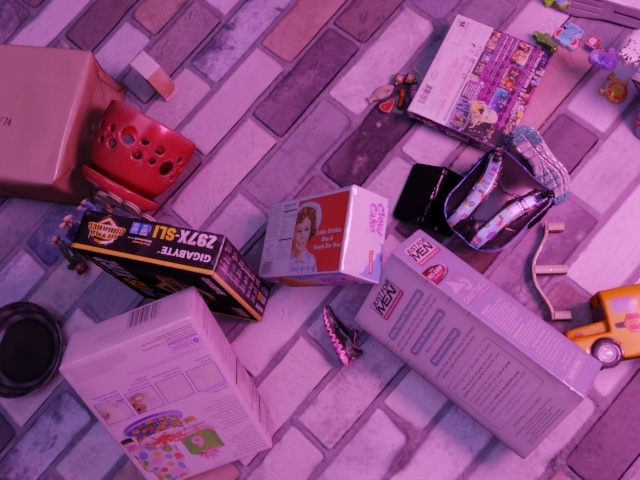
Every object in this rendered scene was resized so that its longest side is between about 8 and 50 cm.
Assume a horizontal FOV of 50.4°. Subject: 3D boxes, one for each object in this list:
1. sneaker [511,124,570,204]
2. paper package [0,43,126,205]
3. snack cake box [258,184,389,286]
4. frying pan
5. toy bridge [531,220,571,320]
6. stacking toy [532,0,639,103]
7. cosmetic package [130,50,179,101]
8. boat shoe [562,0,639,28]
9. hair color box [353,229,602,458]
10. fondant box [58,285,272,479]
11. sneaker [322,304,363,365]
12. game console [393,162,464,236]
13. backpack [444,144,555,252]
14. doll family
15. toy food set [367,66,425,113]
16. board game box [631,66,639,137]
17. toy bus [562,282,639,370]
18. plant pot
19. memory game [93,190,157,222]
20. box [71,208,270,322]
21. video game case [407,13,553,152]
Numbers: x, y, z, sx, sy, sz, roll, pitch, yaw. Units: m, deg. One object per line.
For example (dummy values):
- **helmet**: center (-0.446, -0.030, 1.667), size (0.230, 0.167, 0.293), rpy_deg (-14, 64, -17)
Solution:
- **sneaker**: center (0.423, -0.149, 1.286), size (0.065, 0.076, 0.166), rpy_deg (-26, 97, 25)
- **paper package**: center (-0.626, -0.250, 1.454), size (0.324, 0.168, 0.310), rpy_deg (8, 78, 13)
- **snack cake box**: center (0.000, 0.000, 1.237), size (0.264, 0.089, 0.152), rpy_deg (-7, 69, 54)
- **frying pan**: center (-0.557, 0.202, 1.391), size (0.326, 0.053, 0.197), rpy_deg (-20, 74, 3)
- **toy bridge**: center (0.423, 0.054, 1.255), size (0.063, 0.026, 0.188), rpy_deg (-3, 76, 11)
- **stacking toy**: center (0.493, -0.359, 1.268), size (0.221, 0.167, 0.052), rpy_deg (39, 86, 16)
- **cosmetic package**: center (-0.352, -0.349, 1.452), size (0.041, 0.115, 0.060), rpy_deg (-46, 73, -2)
- **boat shoe**: center (0.552, -0.487, 1.343), size (0.226, 0.083, 0.076), rpy_deg (23, 70, 4)
- **hair color box**: center (0.257, 0.172, 1.165), size (0.374, 0.113, 0.185), rpy_deg (38, 130, 16)
- **fondant box**: center (-0.257, 0.266, 1.190), size (0.238, 0.330, 0.096), rpy_deg (-21, 30, 5)
- **sneaker**: center (0.043, 0.174, 1.292), size (0.057, 0.047, 0.119), rpy_deg (-24, 81, -3)
- **game console**: center (0.220, -0.080, 1.333), size (0.107, 0.071, 0.122), rpy_deg (26, 82, -15)
- **backpack**: center (0.316, -0.060, 1.252), size (0.158, 0.117, 0.173), rpy_deg (44, 87, 12)
- **doll family**: center (-0.472, -0.001, 1.387), size (0.111, 0.193, 0.076), rpy_deg (49, 49, 1)
- **toy food set**: center (0.163, -0.304, 1.394), size (0.122, 0.019, 0.078), rpy_deg (-37, 73, 0)
- **board game box**: center (0.639, -0.279, 1.229), size (0.060, 0.194, 0.194), rpy_deg (40, 100, 41)
- **toy bus**: center (0.583, 0.136, 1.162), size (0.332, 0.108, 0.130), rpy_deg (-12, 74, 8)
- **plant pot**: center (-0.376, -0.167, 1.377), size (0.191, 0.191, 0.174), rpy_deg (30, 90, 16)
- **memory game**: center (-0.367, -0.037, 1.348), size (0.186, 0.186, 0.012), rpy_deg (25, 67, 15)
- **box**: center (-0.253, 0.054, 1.228), size (0.257, 0.322, 0.079), rpy_deg (12, 72, 13)
- **video game case**: center (0.315, -0.308, 1.348), size (0.210, 0.042, 0.232), rpy_deg (26, 82, 11)
